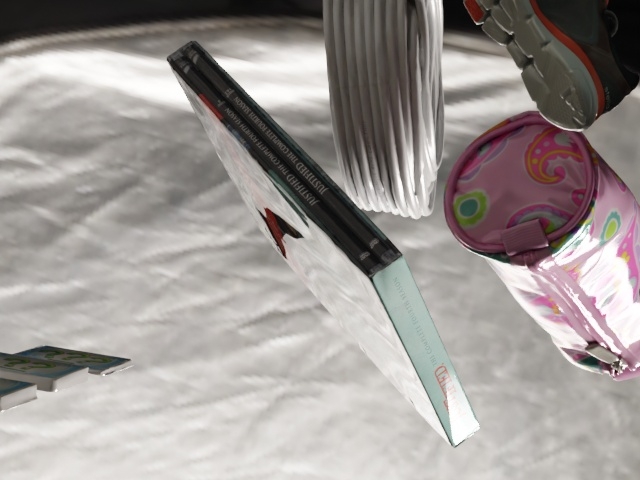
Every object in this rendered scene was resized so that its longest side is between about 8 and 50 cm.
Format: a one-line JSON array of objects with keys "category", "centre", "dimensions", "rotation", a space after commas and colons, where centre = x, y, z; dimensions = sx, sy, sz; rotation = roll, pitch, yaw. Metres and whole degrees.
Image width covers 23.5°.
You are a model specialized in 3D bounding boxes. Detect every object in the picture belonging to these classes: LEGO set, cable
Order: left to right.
[{"category": "LEGO set", "centre": [-0.277, 0.063, 1.072], "dimensions": [0.182, 0.244, 0.060], "rotation": [-13, 109, -68]}, {"category": "cable", "centre": [0.059, -0.147, 1.347], "dimensions": [0.257, 0.089, 0.257], "rotation": [1, 88, -82]}]

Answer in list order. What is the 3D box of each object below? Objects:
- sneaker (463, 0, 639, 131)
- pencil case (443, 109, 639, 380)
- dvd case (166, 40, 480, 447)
[{"category": "sneaker", "centre": [0.130, -0.139, 0.888], "dimensions": [0.065, 0.061, 0.158], "rotation": [-25, 86, -27]}, {"category": "pencil case", "centre": [0.195, 0.013, 1.178], "dimensions": [0.124, 0.124, 0.284], "rotation": [-64, 147, -13]}, {"category": "dvd case", "centre": [0.000, 0.000, 0.457], "dimensions": [0.013, 0.119, 0.087], "rotation": [-35, 137, -7]}]
